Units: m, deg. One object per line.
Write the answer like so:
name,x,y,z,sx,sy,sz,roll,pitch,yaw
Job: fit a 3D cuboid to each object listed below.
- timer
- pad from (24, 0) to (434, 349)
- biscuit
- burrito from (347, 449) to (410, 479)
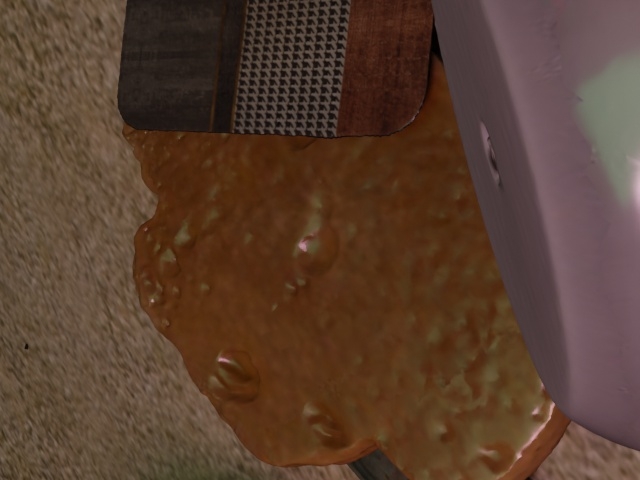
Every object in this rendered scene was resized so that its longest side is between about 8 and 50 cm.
timer,0.191,-0.065,0.417,0.285,0.285,0.285,18,119,37
pad,-0.059,-0.072,0.671,0.250,0.055,0.323,5,70,37
biscuit,0.003,0.000,0.695,0.376,0.051,0.269,41,110,29
burrito,0.053,0.130,0.737,0.309,0.066,0.096,47,136,22
